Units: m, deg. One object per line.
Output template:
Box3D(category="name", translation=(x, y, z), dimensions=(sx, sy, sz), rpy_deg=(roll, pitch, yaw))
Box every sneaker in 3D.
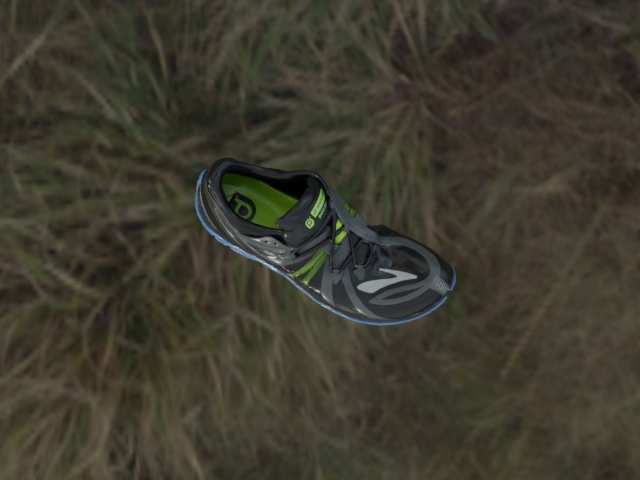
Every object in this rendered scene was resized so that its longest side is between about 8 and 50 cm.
Box3D(category="sneaker", translation=(0.000, 0.000, 1.067), dimensions=(0.188, 0.078, 0.067), rpy_deg=(26, 72, 6))
